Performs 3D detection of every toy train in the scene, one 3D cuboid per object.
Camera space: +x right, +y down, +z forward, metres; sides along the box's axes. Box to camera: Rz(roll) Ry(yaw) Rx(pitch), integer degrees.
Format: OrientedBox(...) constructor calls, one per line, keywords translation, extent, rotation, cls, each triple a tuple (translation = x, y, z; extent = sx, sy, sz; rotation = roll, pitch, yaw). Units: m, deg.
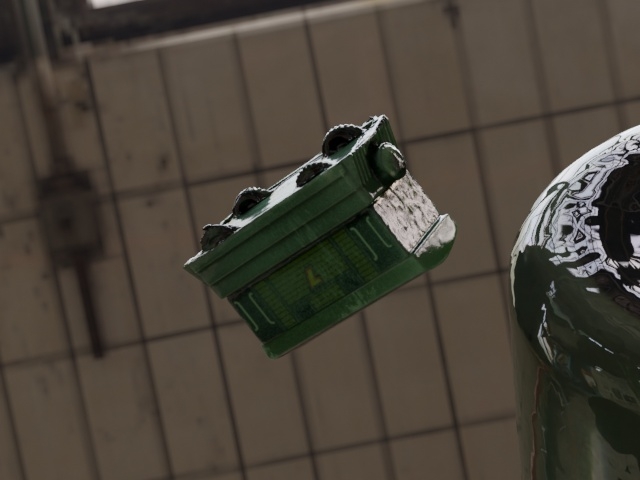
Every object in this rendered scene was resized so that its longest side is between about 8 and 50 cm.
OrientedBox(translation=(0.000, 0.000, 0.611), extent=(0.093, 0.056, 0.038), rotation=(-32, 11, 36), cls="toy train")

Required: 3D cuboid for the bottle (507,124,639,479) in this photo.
OrientedBox(translation=(0.159, 0.133, 0.649), extent=(0.168, 0.347, 0.168), rotation=(-6, 35, 4), cls="bottle")
